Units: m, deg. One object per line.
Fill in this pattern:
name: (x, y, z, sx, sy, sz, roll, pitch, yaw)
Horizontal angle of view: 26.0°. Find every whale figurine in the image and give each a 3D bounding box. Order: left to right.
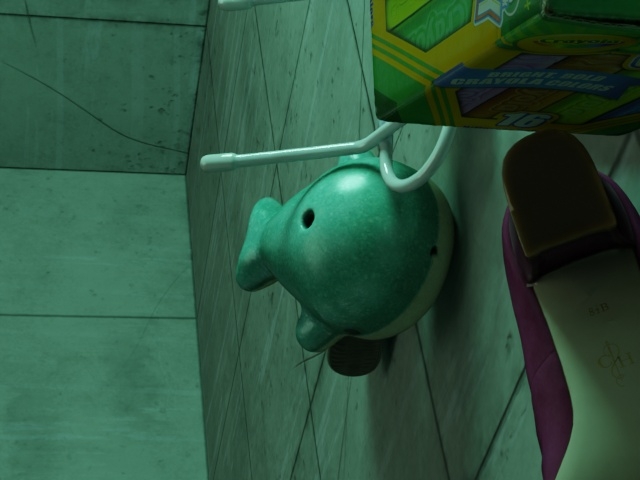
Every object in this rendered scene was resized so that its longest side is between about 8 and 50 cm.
whale figurine: (0.000, 0.000, 1.372, 0.272, 0.141, 0.216, 5, 76, 46)

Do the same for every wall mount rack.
wall mount rack: (0.025, -0.197, 1.315, 0.304, 0.130, 0.350, -33, 43, 46)

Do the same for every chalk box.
chalk box: (0.156, -0.175, 0.741, 0.289, 0.179, 0.180, 152, 118, -70)

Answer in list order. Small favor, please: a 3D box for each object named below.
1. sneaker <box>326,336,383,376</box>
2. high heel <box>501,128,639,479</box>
sneaker: (0.043, 0.034, 1.537, 0.118, 0.083, 0.222, -94, 15, -49)
high heel: (0.193, 0.123, 0.851, 0.181, 0.127, 0.377, 44, -144, -66)
